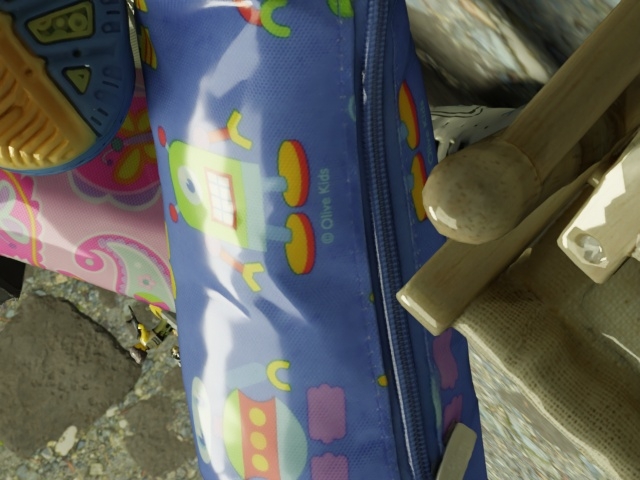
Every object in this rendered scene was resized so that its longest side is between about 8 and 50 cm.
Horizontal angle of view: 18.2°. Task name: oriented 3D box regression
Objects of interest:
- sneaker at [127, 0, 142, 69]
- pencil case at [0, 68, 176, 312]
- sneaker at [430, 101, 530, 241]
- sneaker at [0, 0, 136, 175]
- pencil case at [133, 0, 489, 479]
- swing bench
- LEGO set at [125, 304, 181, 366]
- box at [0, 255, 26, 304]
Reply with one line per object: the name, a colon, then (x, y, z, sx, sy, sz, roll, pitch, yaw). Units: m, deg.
sneaker: (-0.059, -0.166, 0.859, 0.130, 0.087, 0.227, 10, 135, 35)
pencil case: (-0.118, -0.044, 0.992, 0.284, 0.124, 0.124, 18, 170, 1)
sneaker: (0.068, -0.021, 0.870, 0.086, 0.085, 0.237, 2, 179, -9)
sneaker: (-0.157, -0.134, 0.847, 0.296, 0.112, 0.131, 54, 177, 25)
pencil case: (0.000, 0.000, 0.801, 0.133, 0.119, 0.306, 19, 124, 47)
swing bench: (0.163, 0.033, 0.485, 0.253, 0.165, 0.255, 43, 177, 6)
LEGO set: (-0.094, -0.040, 1.241, 0.255, 0.192, 0.331, 41, 171, 23)
box: (-0.269, -0.149, 1.217, 0.073, 0.295, 0.293, -11, 146, 29)
